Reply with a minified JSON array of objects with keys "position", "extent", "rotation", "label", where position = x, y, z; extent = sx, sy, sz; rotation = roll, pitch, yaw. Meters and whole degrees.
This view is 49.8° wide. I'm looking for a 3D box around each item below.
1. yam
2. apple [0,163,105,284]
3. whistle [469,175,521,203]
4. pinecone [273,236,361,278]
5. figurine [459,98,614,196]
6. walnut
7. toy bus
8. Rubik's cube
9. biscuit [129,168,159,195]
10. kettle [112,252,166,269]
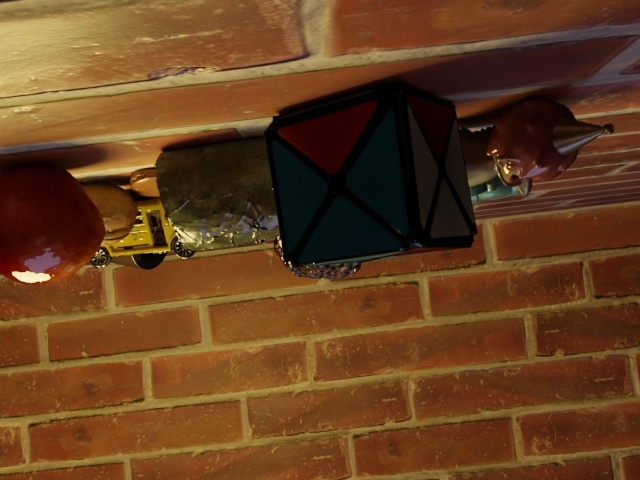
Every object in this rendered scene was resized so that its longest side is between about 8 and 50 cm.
[{"position":[-0.145,-0.087,1.276],"extent":[0.271,0.202,0.202],"rotation":[-14,175,11],"label":"yam"},{"position":[-0.510,-0.030,1.248],"extent":[0.201,0.218,0.218],"rotation":[-32,178,-7],"label":"apple"},{"position":[0.422,-0.143,1.825],"extent":[0.273,0.093,0.186],"rotation":[-14,-166,6],"label":"whistle"},{"position":[0.000,-0.006,2.106],"extent":[0.298,0.242,0.296],"rotation":[17,169,-19],"label":"pinecone"},{"position":[0.346,-0.157,1.216],"extent":[0.207,0.166,0.386],"rotation":[-25,-168,-40],"label":"figurine"},{"position":[-0.477,-0.057,1.474],"extent":[0.180,0.144,0.144],"rotation":[8,167,-39],"label":"walnut"},{"position":[-0.411,-0.036,1.631],"extent":[0.330,0.151,0.145],"rotation":[-6,-164,12],"label":"toy bus"},{"position":[0.087,-0.093,1.115],"extent":[0.246,0.249,0.250],"rotation":[-8,176,32],"label":"Rubik's cube"},{"position":[-0.309,-0.125,1.479],"extent":[0.192,0.036,0.186],"rotation":[-7,174,-13],"label":"biscuit"},{"position":[-0.531,-0.020,1.868],"extent":[0.232,0.144,0.202],"rotation":[8,-145,28],"label":"kettle"}]
